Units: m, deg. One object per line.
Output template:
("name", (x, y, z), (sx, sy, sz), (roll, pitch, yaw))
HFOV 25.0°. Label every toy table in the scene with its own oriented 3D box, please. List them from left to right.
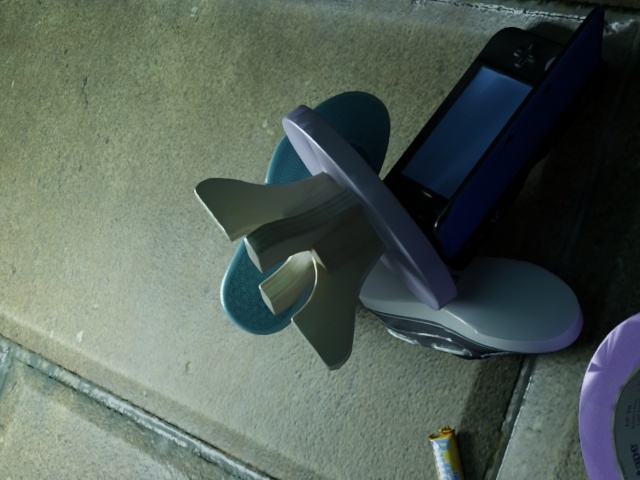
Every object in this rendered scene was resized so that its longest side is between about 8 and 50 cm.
("toy table", (0.000, 0.000, 1.571), (0.161, 0.252, 0.274), (-37, 64, -8))

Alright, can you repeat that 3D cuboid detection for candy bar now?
("candy bar", (0.150, 0.289, 1.637), (0.040, 0.018, 0.161), (-28, 59, 36))

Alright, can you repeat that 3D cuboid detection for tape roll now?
("tape roll", (0.370, 0.186, 1.328), (0.275, 0.090, 0.275), (17, 112, 49))

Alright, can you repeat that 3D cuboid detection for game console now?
("game console", (0.173, -0.133, 1.596), (0.293, 0.173, 0.250), (-52, 44, -5))

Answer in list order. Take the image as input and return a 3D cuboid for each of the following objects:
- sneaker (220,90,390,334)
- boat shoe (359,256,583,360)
("sneaker", (-0.012, -0.035, 1.792), (0.127, 0.208, 0.319), (32, 92, 7))
("boat shoe", (0.172, 0.087, 1.627), (0.301, 0.102, 0.108), (7, 51, 41))
